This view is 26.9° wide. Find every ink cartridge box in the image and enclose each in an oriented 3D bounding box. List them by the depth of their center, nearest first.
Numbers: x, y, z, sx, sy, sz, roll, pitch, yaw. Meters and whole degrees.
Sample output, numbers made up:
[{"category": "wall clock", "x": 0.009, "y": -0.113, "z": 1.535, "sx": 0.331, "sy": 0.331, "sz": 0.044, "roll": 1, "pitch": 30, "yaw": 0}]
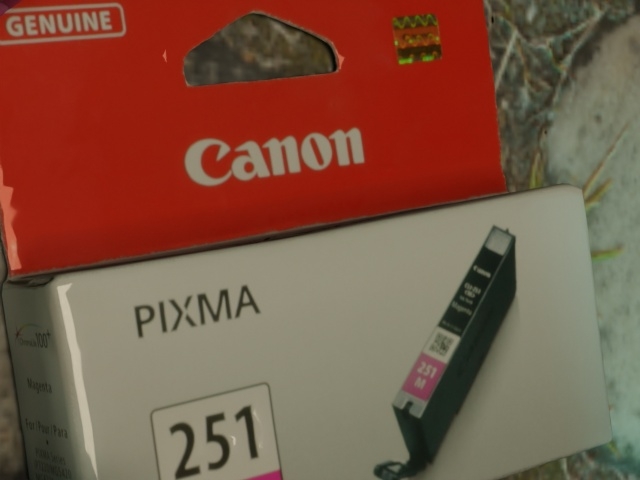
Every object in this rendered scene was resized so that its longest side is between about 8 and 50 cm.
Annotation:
[{"category": "ink cartridge box", "x": 0.000, "y": 0.000, "z": 0.581, "sx": 0.275, "sy": 0.060, "sz": 0.238, "roll": -10, "pitch": 95, "yaw": -33}]

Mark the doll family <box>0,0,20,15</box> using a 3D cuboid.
[{"category": "doll family", "x": -0.195, "y": -0.104, "z": 0.415, "sx": 0.263, "sy": 0.118, "sz": 0.163, "roll": -44, "pitch": 108, "yaw": -26}]
